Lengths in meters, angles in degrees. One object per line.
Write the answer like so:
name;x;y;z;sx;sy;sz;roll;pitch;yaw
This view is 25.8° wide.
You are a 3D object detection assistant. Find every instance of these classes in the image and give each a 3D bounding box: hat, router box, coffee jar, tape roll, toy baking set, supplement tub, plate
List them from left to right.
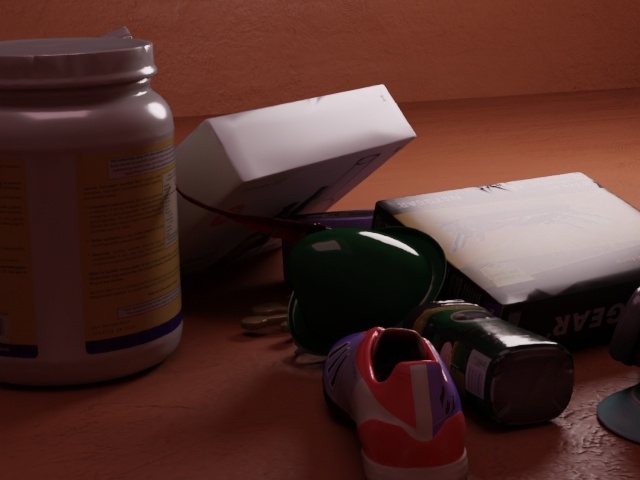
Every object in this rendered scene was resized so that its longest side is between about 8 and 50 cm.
supplement tub;-0.268;-0.037;1.456;0.241;0.331;0.241;-1;13;0
hat;0.000;0.000;1.413;0.208;0.183;0.173;-29;37;3
toy baking set;0.027;0.091;1.560;0.197;0.030;0.256;-15;15;-32
tape roll;0.045;0.005;1.751;0.189;0.080;0.189;-3;5;0
coffee jar;0.153;0.112;1.328;0.096;0.079;0.184;-3;13;-24
router box;0.245;0.023;1.566;0.309;0.081;0.243;-10;32;-31
plate;0.347;0.151;1.269;0.188;0.024;0.188;-1;12;0

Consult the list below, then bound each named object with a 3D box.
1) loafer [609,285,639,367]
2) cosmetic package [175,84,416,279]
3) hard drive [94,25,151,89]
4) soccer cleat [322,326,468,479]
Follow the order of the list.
loafer;0.372;0.087;1.389;0.095;0.109;0.302;26;16;24
cosmetic package;-0.089;-0.064;1.768;0.284;0.097;0.377;-41;-13;35
hard drive;-0.360;-0.090;1.699;0.353;0.233;0.047;-24;38;-9
soccer cleat;0.064;0.118;1.226;0.109;0.116;0.318;-2;13;-6
